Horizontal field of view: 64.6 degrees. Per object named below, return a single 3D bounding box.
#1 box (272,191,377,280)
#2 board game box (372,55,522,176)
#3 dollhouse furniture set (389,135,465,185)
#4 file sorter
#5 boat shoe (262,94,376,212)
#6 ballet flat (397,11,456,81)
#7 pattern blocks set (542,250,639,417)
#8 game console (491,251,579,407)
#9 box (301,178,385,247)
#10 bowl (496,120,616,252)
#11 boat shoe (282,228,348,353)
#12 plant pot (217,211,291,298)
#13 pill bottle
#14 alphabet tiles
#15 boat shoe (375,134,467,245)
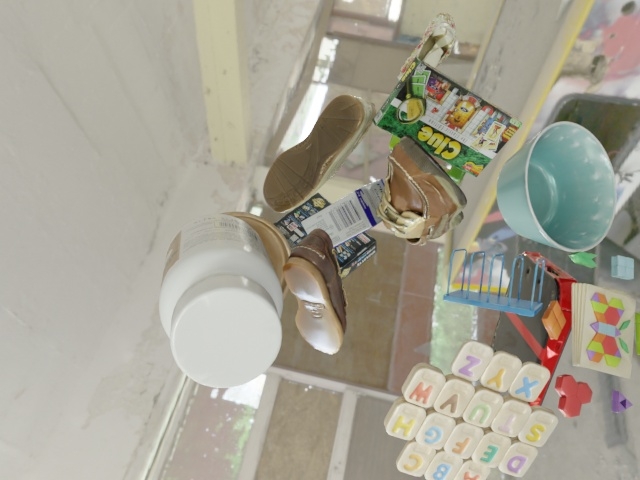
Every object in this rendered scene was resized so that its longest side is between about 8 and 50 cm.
[{"bbox_3d":[0.000,0.000,1.232,0.175,0.220,0.051,-37,-31,-20],"label":"box"},{"bbox_3d":[0.239,-0.220,0.942,0.136,0.259,0.030,-53,31,32],"label":"board game box"},{"bbox_3d":[0.293,-0.232,1.289,0.151,0.197,0.301,-61,-12,2],"label":"dollhouse furniture set"},{"bbox_3d":[0.349,0.078,1.008,0.118,0.170,0.105,-1,-83,-59],"label":"file sorter"},{"bbox_3d":[-0.003,-0.167,1.027,0.302,0.109,0.098,-46,-15,31],"label":"boat shoe"},{"bbox_3d":[0.270,-0.445,1.190,0.241,0.091,0.077,-60,22,-13],"label":"ballet flat"},{"bbox_3d":[0.577,0.183,1.033,0.026,0.285,0.325,153,116,-68],"label":"pattern blocks set"},{"bbox_3d":[0.560,0.223,1.350,0.386,0.060,0.343,-61,-18,-77],"label":"game console"},{"bbox_3d":[0.056,-0.044,0.928,0.072,0.126,0.137,61,-148,-1],"label":"box"},{"bbox_3d":[0.566,-0.123,1.266,0.163,0.311,0.312,-9,66,66],"label":"bowl"},{"bbox_3d":[0.005,0.074,0.683,0.207,0.073,0.073,82,-151,-47],"label":"boat shoe"},{"bbox_3d":[-0.184,0.055,1.067,0.109,0.237,0.238,-165,87,-68],"label":"plant pot"},{"bbox_3d":[-0.111,0.058,0.566,0.229,0.131,0.131,-130,49,-68],"label":"pill bottle"},{"bbox_3d":[0.259,0.311,0.866,0.021,0.283,0.278,-103,36,-71],"label":"alphabet tiles"},{"bbox_3d":[0.156,-0.054,0.817,0.119,0.123,0.324,-40,-23,6],"label":"boat shoe"}]
